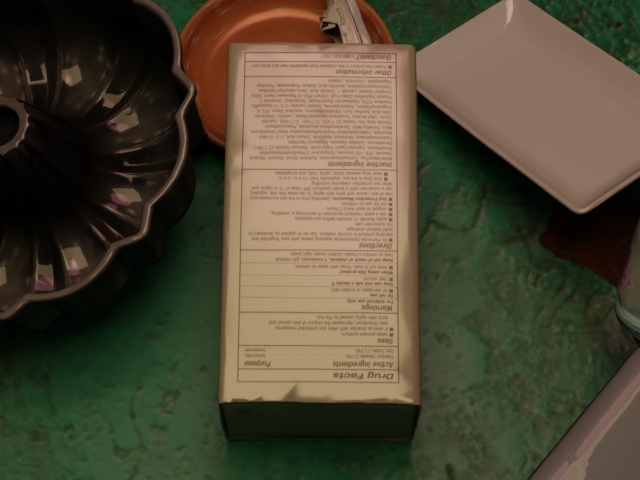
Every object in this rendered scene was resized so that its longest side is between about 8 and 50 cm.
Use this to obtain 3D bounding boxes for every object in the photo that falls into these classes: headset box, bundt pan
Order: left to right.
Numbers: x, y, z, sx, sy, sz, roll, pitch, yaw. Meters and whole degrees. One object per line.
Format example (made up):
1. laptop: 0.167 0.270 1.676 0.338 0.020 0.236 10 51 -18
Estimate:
1. bundt pan: -0.245 -0.071 1.575 0.331 0.124 0.331 -5 69 12
2. headset box: -0.140 -0.094 1.647 0.062 0.032 0.083 -49 64 23

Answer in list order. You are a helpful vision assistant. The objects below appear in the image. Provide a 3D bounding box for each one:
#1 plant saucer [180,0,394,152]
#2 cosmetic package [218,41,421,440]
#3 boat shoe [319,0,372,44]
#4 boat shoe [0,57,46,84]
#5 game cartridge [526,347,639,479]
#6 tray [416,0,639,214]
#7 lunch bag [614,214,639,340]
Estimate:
1. plant saucer: -0.031 -0.146 1.691 0.200 0.037 0.200 0 61 0
2. cosmetic package: 0.000 0.000 1.540 0.160 0.113 0.309 1 70 0
3. boat shoe: 0.016 -0.192 1.676 0.035 0.035 0.100 -16 68 -11
4. boat shoe: -0.321 -0.174 1.689 0.190 0.072 0.068 4 60 3
5. game cartridge: 0.306 0.227 1.418 0.297 0.062 0.198 41 75 3
6. tray: 0.194 -0.115 1.632 0.145 0.030 0.270 -33 45 -15
7. lunch bag: 0.382 0.036 1.504 0.279 0.108 0.224 19 26 8
